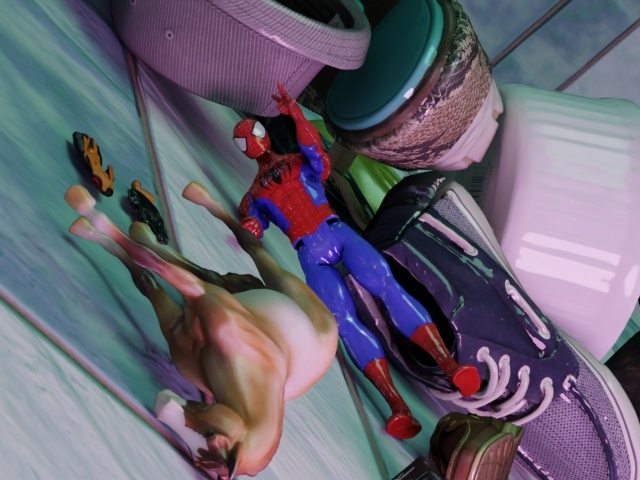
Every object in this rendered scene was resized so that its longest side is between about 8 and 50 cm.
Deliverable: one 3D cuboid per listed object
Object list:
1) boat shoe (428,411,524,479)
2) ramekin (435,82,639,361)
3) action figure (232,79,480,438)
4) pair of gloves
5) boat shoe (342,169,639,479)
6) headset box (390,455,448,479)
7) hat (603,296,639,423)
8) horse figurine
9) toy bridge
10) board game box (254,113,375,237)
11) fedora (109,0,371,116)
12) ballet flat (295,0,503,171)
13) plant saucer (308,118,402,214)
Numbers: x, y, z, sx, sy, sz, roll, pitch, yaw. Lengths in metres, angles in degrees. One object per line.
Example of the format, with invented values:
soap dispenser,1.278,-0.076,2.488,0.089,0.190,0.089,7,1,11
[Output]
boat shoe,0.106,0.158,1.308,0.060,0.064,0.178,20,3,11
ramekin,0.194,-0.014,1.690,0.135,0.277,0.277,13,23,-17
action figure,0.000,0.000,1.305,0.280,0.091,0.139,55,2,29
pair of gloves,-0.125,-0.032,1.125,0.083,0.010,0.074,47,9,-30
boat shoe,0.141,0.113,1.507,0.340,0.127,0.158,52,30,-4
headset box,0.082,0.187,1.147,0.062,0.032,0.083,42,13,-34
hat,0.396,0.199,2.171,0.331,0.134,0.331,-22,90,-86
horse figurine,-0.053,0.042,1.008,0.174,0.066,0.263,45,11,10
toy bridge,0.070,-0.026,1.619,0.188,0.063,0.026,33,2,33
board game box,-0.002,-0.068,1.741,0.126,0.026,0.186,40,14,-39
fedora,-0.090,-0.199,1.494,0.275,0.124,0.244,44,21,21
ballet flat,0.067,-0.149,1.664,0.182,0.164,0.483,38,1,-25
plant saucer,0.068,-0.048,1.948,0.241,0.037,0.241,47,11,-12
